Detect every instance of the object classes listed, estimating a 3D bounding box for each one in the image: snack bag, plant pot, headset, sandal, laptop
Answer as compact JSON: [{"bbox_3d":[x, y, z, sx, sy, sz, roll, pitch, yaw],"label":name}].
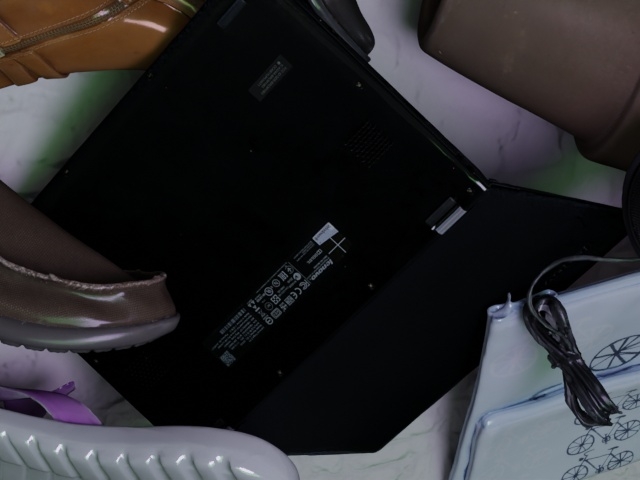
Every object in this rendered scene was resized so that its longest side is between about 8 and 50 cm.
[{"bbox_3d":[0.291,0.137,1.550,0.323,0.037,0.342,-14,142,-16],"label":"snack bag"},{"bbox_3d":[0.215,-0.212,1.390,0.229,0.263,0.263,16,102,-6],"label":"plant pot"},{"bbox_3d":[0.346,0.000,1.298,0.394,0.243,0.185,-30,76,25],"label":"headset"},{"bbox_3d":[-0.218,0.180,1.365,0.416,0.102,0.169,8,138,7],"label":"sandal"},{"bbox_3d":[0.000,0.000,1.391,0.408,0.236,0.382,43,116,-4],"label":"laptop"}]

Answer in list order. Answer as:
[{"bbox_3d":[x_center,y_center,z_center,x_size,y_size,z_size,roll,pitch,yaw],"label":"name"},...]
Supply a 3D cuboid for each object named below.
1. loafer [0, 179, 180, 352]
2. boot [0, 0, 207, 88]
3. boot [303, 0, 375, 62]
[{"bbox_3d":[-0.286,-0.001,1.260,0.366,0.134,0.130,14,94,-2],"label":"loafer"},{"bbox_3d":[-0.190,-0.162,1.294,0.220,0.109,0.283,-27,143,14],"label":"boot"},{"bbox_3d":[0.052,-0.307,1.359,0.229,0.091,0.263,-33,114,-7],"label":"boot"}]
